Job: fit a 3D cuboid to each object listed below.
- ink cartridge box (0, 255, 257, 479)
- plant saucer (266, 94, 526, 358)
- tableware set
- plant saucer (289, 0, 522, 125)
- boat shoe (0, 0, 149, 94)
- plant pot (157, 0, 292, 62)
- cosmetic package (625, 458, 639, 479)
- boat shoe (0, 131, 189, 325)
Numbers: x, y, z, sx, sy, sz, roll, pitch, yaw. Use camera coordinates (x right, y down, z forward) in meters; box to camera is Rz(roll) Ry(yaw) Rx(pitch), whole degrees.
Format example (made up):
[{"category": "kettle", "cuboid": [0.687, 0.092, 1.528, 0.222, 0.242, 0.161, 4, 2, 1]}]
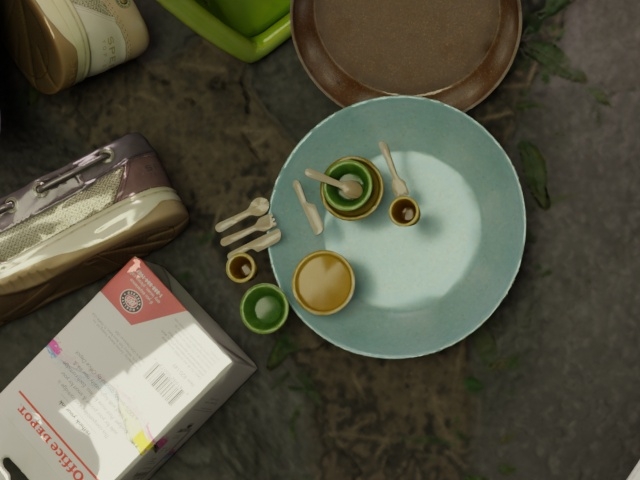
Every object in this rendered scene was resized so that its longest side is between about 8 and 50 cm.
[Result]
[{"category": "ink cartridge box", "cuboid": [-0.161, 0.123, 1.356, 0.198, 0.067, 0.115, -45, 74, 5]}, {"category": "plant saucer", "cuboid": [0.058, -0.008, 1.328, 0.195, 0.037, 0.195, -2, 82, 15]}, {"category": "tableware set", "cuboid": [0.000, 0.000, 1.311, 0.154, 0.024, 0.104, -25, 78, 11]}, {"category": "plant saucer", "cuboid": [0.063, -0.164, 1.313, 0.168, 0.029, 0.168, 3, 119, 6]}, {"category": "boat shoe", "cuboid": [-0.240, -0.255, 1.415, 0.098, 0.109, 0.302, -25, 73, -29]}, {"category": "plant pot", "cuboid": [-0.060, -0.297, 1.303, 0.227, 0.228, 0.207, -38, 70, 9]}, {"category": "cosmetic package", "cuboid": [0.372, 0.228, 1.062, 0.394, 0.329, 0.327, 34, 92, 17]}, {"category": "boat shoe", "cuboid": [-0.242, 0.004, 1.380, 0.285, 0.103, 0.092, -23, 73, 8]}]
